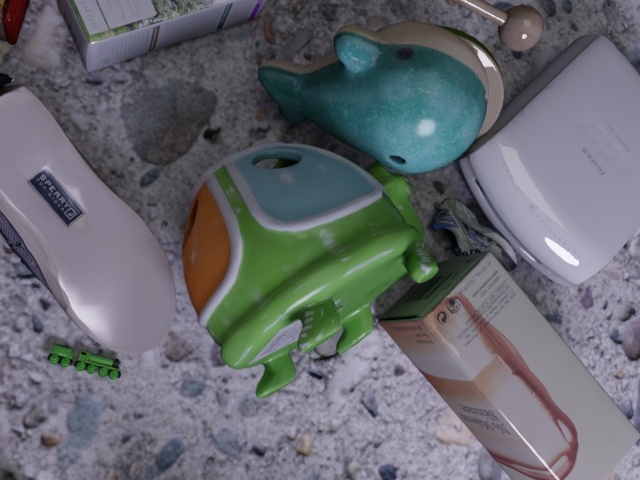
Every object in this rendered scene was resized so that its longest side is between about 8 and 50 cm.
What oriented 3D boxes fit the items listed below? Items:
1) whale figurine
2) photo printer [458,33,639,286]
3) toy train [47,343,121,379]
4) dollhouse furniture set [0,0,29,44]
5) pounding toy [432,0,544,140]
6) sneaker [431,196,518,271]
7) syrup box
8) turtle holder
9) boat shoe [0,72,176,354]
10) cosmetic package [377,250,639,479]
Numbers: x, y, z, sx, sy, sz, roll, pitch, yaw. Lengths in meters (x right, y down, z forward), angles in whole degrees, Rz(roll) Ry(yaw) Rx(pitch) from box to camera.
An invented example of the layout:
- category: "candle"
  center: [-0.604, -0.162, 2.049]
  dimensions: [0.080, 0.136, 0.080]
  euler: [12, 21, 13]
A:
- category: "whale figurine"
  center: [0.055, -0.154, 0.809]
  dimensions: [0.272, 0.216, 0.141]
  euler: [5, 67, 21]
- category: "photo printer"
  center: [0.356, -0.107, 0.971]
  dimensions: [0.307, 0.107, 0.256]
  euler: [-42, 95, -19]
- category: "toy train"
  center: [-0.265, 0.137, 0.781]
  dimensions: [0.083, 0.017, 0.023]
  euler: [18, 66, -14]
- category: "dollhouse furniture set"
  center: [-0.292, -0.420, 0.764]
  dimensions: [0.152, 0.201, 0.373]
  euler: [14, 77, -15]
- category: "pounding toy"
  center: [0.157, -0.236, 0.894]
  dimensions: [0.183, 0.237, 0.110]
  euler: [21, 47, -8]
- category: "sneaker"
  center: [0.206, 0.004, 0.942]
  dimensions: [0.135, 0.052, 0.058]
  euler: [39, 82, -1]
- category: "syrup box"
  center: [-0.186, -0.295, 0.834]
  dimensions: [0.237, 0.096, 0.093]
  euler: [-25, 91, -20]
- category: "turtle holder"
  center: [-0.004, -0.003, 0.773]
  dimensions: [0.320, 0.243, 0.227]
  euler: [-32, 75, -12]
- category: "boat shoe"
  center: [-0.289, -0.029, 0.757]
  dimensions: [0.127, 0.158, 0.340]
  euler: [-39, 122, -24]
- category: "cosmetic package"
  center: [0.228, 0.169, 0.865]
  dimensions: [0.129, 0.153, 0.296]
  euler: [-42, 94, -17]
